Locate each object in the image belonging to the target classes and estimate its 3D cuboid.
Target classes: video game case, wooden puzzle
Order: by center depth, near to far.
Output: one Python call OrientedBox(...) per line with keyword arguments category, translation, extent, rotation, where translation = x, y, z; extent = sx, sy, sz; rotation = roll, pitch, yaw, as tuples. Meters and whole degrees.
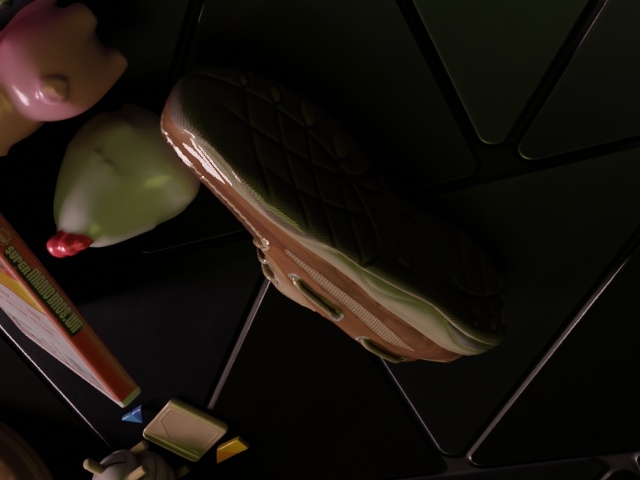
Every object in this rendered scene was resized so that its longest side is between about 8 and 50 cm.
OrientedBox(category="video game case", translation=(-0.273, 0.007, 0.945), extent=(0.204, 0.025, 0.285), rotation=(23, 151, 48))
OrientedBox(category="wooden puzzle", translation=(-0.137, 0.193, 1.179), extent=(0.116, 0.014, 0.078), rotation=(34, 128, -18))

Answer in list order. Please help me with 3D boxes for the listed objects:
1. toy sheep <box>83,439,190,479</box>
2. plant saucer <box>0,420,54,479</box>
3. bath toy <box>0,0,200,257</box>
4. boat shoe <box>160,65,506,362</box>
OrientedBox(category="toy sheep", translation=(-0.193, 0.256, 1.207), extent=(0.091, 0.091, 0.132), rotation=(-27, 126, 35))
OrientedBox(category="plant saucer", translation=(-0.410, 0.314, 1.226), extent=(0.278, 0.041, 0.278), rotation=(0, 90, 6))
OrientedBox(category="bath toy", translation=(-0.226, -0.123, 0.810), extent=(0.151, 0.129, 0.348), rotation=(16, 149, 53))
OrientedBox(category="boat shoe", translation=(0.000, 0.000, 0.877), extent=(0.324, 0.123, 0.116), rotation=(40, 133, -21))
